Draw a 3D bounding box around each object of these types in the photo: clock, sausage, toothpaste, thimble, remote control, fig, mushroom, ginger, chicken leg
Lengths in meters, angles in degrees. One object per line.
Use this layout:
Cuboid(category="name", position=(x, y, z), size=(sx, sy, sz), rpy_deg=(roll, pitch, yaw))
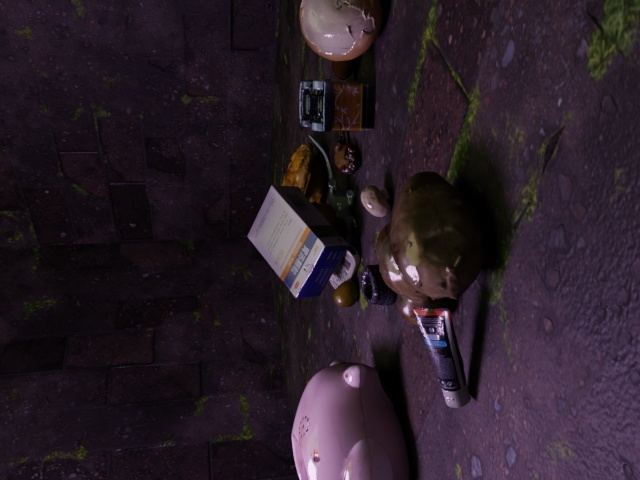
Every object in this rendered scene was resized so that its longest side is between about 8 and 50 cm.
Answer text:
Cuboid(category="clock", position=(0.058, 0.495, 1.539), size=(0.368, 0.250, 0.377), rpy_deg=(144, 123, -76))
Cuboid(category="sausage", position=(0.074, -0.529, 1.712), size=(0.194, 0.077, 0.077), rpy_deg=(107, 158, -54))
Cuboid(category="toothpaste", position=(0.216, 0.197, 1.061), size=(0.071, 0.045, 0.194), rpy_deg=(-4, 114, 41))
Cuboid(category="thimble", position=(0.142, 0.114, 1.515), size=(0.095, 0.066, 0.104), rpy_deg=(104, 160, -47))
Cuboid(category="remote control", position=(0.073, 0.084, 1.865), size=(0.078, 0.042, 0.221), rpy_deg=(43, 149, 19))
Cuboid(category="fig", position=(0.078, 0.155, 1.837), size=(0.074, 0.074, 0.088), rpy_deg=(-147, 79, -76))
Cuboid(category="mushroom", position=(0.137, -0.097, 1.499), size=(0.084, 0.067, 0.083), rpy_deg=(55, -170, -15))
Cuboid(category="ginger", position=(0.188, 0.023, 1.105), size=(0.304, 0.155, 0.245), rpy_deg=(92, 164, -63))
Cuboid(category="chicken leg", position=(0.071, -0.272, 1.835), size=(0.253, 0.051, 0.106), rpy_deg=(-103, 22, -47))

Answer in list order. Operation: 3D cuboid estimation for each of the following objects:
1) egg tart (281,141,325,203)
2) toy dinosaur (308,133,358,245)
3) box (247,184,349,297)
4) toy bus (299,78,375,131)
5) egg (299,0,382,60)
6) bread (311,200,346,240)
Cuboid(category="egg tart", position=(-0.065, -0.193, 2.244), size=(0.341, 0.129, 0.341), rpy_deg=(-164, 90, -79))
Cuboid(category="toy dinosaur", position=(0.052, -0.162, 1.837), size=(0.129, 0.076, 0.383), rpy_deg=(139, 119, -73))
Cuboid(category="box", position=(-0.074, -0.001, 1.846), size=(0.299, 0.106, 0.200), rpy_deg=(49, 124, 34))
Cuboid(category="toy bus", position=(0.038, -0.372, 1.693), size=(0.275, 0.167, 0.139), rpy_deg=(-140, 48, -69))
Cuboid(category="egg", position=(0.049, -0.542, 1.516), size=(0.244, 0.201, 0.201), rpy_deg=(-109, 18, -84))
Cuboid(category="bread", position=(0.000, 0.000, 2.007), size=(0.268, 0.145, 0.268), rpy_deg=(-178, 90, -77))
